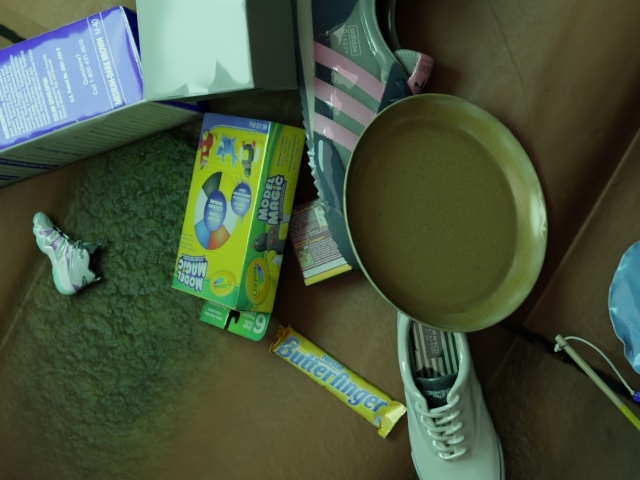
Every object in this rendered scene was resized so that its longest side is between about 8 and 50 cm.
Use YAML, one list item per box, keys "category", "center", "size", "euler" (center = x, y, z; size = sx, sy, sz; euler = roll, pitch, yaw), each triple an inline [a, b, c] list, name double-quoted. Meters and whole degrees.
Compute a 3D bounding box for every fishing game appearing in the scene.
- category: "fishing game"
  center: [0.373, 0.068, 1.293]
  size: [0.189, 0.041, 0.264]
  euler: [44, 86, 12]

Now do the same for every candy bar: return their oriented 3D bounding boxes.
- category: "candy bar"
  center: [0.016, 0.145, 1.406]
  size: [0.161, 0.018, 0.040]
  euler: [35, 98, 12]

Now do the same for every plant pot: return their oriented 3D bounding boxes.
- category: "plant pot"
  center: [0.119, -0.025, 1.307]
  size: [0.236, 0.032, 0.236]
  euler: [7, 76, -27]

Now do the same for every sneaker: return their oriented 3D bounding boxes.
- category: "sneaker"
  center: [0.054, -0.132, 1.348]
  size: [0.131, 0.112, 0.319]
  euler: [-9, 89, 17]
- category: "sneaker"
  center: [-0.270, 0.005, 1.474]
  size: [0.069, 0.038, 0.098]
  euler: [-23, 93, 12]
- category: "sneaker"
  center: [0.120, 0.170, 1.339]
  size: [0.094, 0.091, 0.258]
  euler: [-16, 86, 14]

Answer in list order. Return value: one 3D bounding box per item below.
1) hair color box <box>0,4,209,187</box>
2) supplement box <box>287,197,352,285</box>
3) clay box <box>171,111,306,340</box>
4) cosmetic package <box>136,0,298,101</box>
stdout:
- category: "hair color box"
  center: [-0.309, -0.134, 1.406]
  size: [0.338, 0.185, 0.110]
  euler: [-19, 86, 13]
- category: "supplement box"
  center: [0.000, 0.000, 1.396]
  size: [0.055, 0.043, 0.083]
  euler: [-20, 86, 14]
- category: "clay box"
  center: [-0.089, -0.016, 1.384]
  size: [0.127, 0.053, 0.222]
  euler: [13, 93, 52]
- category: "cosmetic package"
  center: [-0.103, -0.253, 1.268]
  size: [0.127, 0.107, 0.238]
  euler: [-1, 97, 26]
